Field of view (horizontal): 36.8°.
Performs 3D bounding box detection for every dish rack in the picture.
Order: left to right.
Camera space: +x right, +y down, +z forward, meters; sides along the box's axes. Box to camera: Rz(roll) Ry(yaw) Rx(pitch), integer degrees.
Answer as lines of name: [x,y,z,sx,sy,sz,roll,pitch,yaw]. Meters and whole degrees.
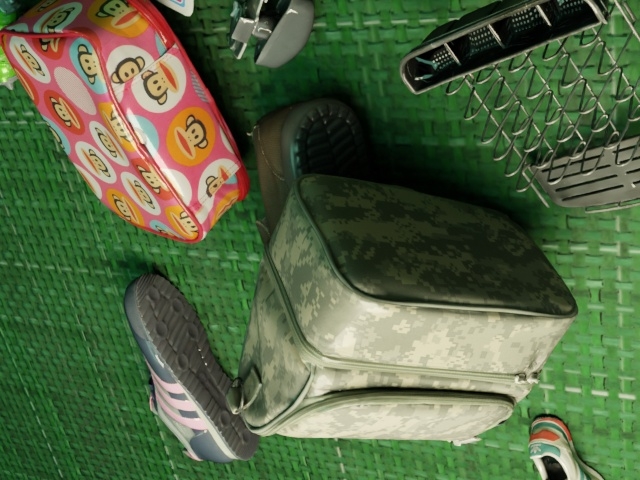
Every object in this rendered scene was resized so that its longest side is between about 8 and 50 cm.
dish rack: [0.231,-0.119,0.905,0.208,0.074,0.271,-14,127,46]

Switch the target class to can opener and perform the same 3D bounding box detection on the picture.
can opener: [-0.021,-0.297,0.977,0.095,0.076,0.283,14,134,-22]

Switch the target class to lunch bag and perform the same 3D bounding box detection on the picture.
lunch bag: [-0.234,-0.141,1.103,0.258,0.120,0.293,13,140,43]
lunch bag: [0.078,0.100,1.010,0.305,0.212,0.256,7,127,-28]

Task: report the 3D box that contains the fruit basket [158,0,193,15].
fruit basket: [-0.253,-0.426,0.938,0.353,0.165,0.327,27,130,14]

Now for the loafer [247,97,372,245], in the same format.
loafer: [0.000,0.000,1.134,0.130,0.134,0.365,25,128,49]

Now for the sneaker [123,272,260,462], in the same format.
sneaker: [-0.214,0.194,1.367,0.131,0.112,0.319,-14,112,31]

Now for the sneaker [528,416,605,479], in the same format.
sneaker: [0.304,0.299,1.189,0.057,0.075,0.161,-23,108,37]

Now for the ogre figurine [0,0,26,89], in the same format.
ogre figurine: [-0.414,-0.265,1.175,0.118,0.097,0.197,38,120,15]
